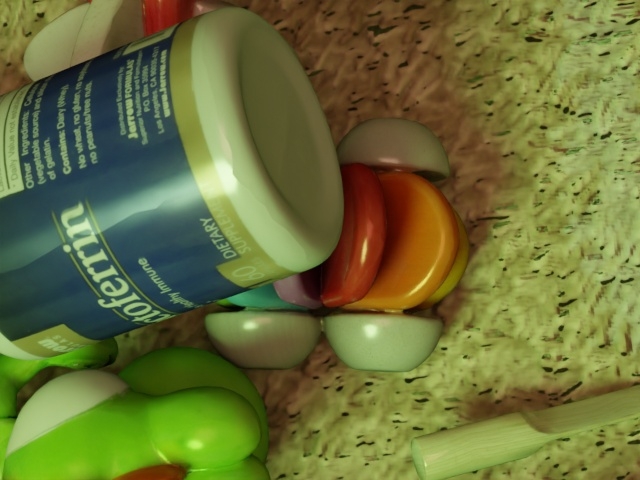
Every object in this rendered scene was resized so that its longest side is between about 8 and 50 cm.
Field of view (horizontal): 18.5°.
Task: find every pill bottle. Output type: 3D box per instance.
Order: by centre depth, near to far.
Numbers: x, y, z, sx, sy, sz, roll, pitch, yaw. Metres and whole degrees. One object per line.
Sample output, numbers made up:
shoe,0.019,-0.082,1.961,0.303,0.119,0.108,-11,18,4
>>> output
pill bottle,-0.133,-0.020,1.115,0.265,0.153,0.153,-19,82,20

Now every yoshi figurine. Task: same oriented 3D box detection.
yoshi figurine,-0.183,0.139,1.221,0.362,0.203,0.203,-5,43,22

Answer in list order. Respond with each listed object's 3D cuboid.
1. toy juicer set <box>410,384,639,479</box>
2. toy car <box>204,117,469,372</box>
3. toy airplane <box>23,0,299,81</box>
toy juicer set,0.124,0.215,1.149,0.209,0.089,0.329,1,42,3
toy car,0.000,0.000,1.213,0.182,0.136,0.159,1,85,6
toy airplane,-0.122,-0.257,1.181,0.386,0.272,0.384,-41,73,15
